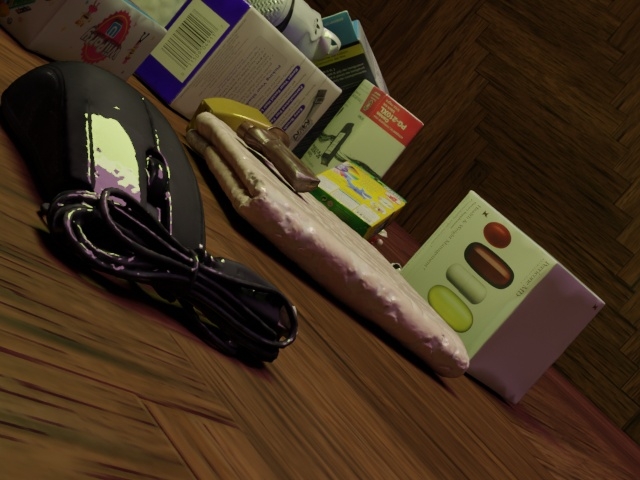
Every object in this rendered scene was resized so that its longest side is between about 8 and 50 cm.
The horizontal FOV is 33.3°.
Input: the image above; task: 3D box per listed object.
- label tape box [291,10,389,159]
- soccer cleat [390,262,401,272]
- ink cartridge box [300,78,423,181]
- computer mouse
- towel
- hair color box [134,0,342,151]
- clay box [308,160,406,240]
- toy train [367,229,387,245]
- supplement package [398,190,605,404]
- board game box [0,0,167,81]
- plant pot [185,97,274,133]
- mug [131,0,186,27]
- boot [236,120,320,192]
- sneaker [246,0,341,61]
[{"bbox_3d":[-0.017,-0.323,2.104,0.347,0.249,0.115,61,18,-50],"label":"label tape box"},{"bbox_3d":[0.109,0.048,1.664,0.029,0.035,0.083,40,6,-13],"label":"soccer cleat"},{"bbox_3d":[0.063,-0.168,2.000,0.100,0.237,0.172,36,7,-20],"label":"ink cartridge box"},{"bbox_3d":[-0.118,-0.045,0.687,0.188,0.072,0.272,34,9,-43],"label":"computer mouse"},{"bbox_3d":[0.000,0.000,1.232,0.332,0.053,0.317,38,6,-28],"label":"towel"},{"bbox_3d":[-0.119,-0.246,1.645,0.110,0.185,0.339,44,6,28],"label":"hair color box"},{"bbox_3d":[0.055,-0.064,1.751,0.127,0.053,0.222,38,21,9],"label":"clay box"},{"bbox_3d":[0.058,-0.023,1.846,0.125,0.046,0.166,43,9,9],"label":"toy train"},{"bbox_3d":[0.241,0.079,1.503,0.149,0.194,0.203,35,8,-42],"label":"supplement package"},{"bbox_3d":[-0.334,-0.307,1.143,0.303,0.097,0.224,43,6,11],"label":"board game box"},{"bbox_3d":[-0.121,-0.135,1.353,0.083,0.081,0.081,23,15,-32],"label":"plant pot"},{"bbox_3d":[-0.253,-0.464,1.689,0.276,0.328,0.374,37,7,-39],"label":"mug"},{"bbox_3d":[-0.033,-0.090,1.237,0.114,0.037,0.106,40,17,25],"label":"boot"},{"bbox_3d":[-0.144,-0.350,1.873,0.366,0.137,0.210,-5,-23,39],"label":"sneaker"}]
